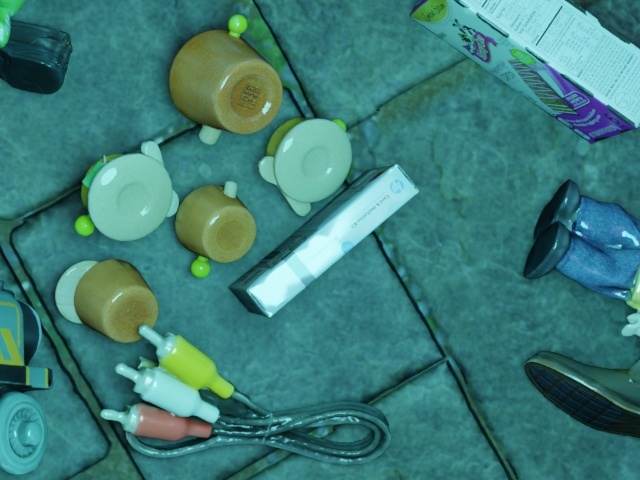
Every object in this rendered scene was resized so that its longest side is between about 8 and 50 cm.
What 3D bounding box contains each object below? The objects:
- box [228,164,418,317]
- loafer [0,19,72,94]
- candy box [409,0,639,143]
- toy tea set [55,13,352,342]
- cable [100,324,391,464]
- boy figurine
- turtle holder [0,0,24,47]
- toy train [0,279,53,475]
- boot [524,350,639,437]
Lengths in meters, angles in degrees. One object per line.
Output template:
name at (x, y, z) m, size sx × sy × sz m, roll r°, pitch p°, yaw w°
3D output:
box at (0.000, 0.000, 1.874) m, size 0.186 × 0.145 × 0.038 m, roll -41°, pitch 96°, yaw -8°
loafer at (-0.324, -0.194, 1.884) m, size 0.170 × 0.062 × 0.061 m, roll 18°, pitch 51°, yaw -3°
candy box at (0.213, -0.193, 1.903) m, size 0.233 × 0.159 × 0.071 m, roll 35°, pitch 83°, yaw -5°
toy tea set at (-0.140, -0.058, 1.892) m, size 0.336 × 0.124 × 0.200 m, roll -41°, pitch 124°, yaw -11°
cable at (-0.076, 0.184, 1.888) m, size 0.287 × 0.072 × 0.139 m, roll 23°, pitch 108°, yaw -12°
boy figurine at (0.355, 0.033, 1.947) m, size 0.285 × 0.092 × 0.177 m, roll 22°, pitch 56°, yaw -9°
turtle holder at (-0.332, -0.305, 1.726) m, size 0.320 × 0.243 × 0.227 m, roll 26°, pitch 80°, yaw -39°
toy train at (-0.363, 0.116, 1.735) m, size 0.142 × 0.334 × 0.190 m, roll -6°, pitch 81°, yaw 31°
boot at (0.318, 0.142, 1.964) m, size 0.219 × 0.082 × 0.106 m, roll 27°, pitch 63°, yaw -2°
